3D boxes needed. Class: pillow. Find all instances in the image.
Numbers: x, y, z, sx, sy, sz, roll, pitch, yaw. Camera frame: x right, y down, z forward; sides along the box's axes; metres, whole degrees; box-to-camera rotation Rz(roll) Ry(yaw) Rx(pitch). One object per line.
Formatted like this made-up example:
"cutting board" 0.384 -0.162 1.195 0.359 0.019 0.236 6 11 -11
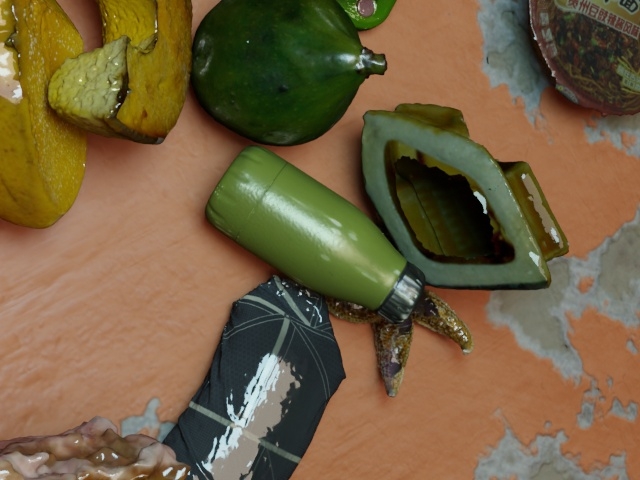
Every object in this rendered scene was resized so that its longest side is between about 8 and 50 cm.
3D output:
"pillow" -0.083 0.201 1.246 0.161 0.092 0.335 34 74 -14

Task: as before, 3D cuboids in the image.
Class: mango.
"mango" -0.341 -0.178 1.104 0.201 0.199 0.350 -27 105 -40

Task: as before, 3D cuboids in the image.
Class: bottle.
"bottle" 0.000 0.000 1.246 0.260 0.112 0.112 33 74 0

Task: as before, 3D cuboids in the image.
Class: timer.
"timer" 0.036 -0.335 1.351 0.140 0.047 0.128 32 77 -19

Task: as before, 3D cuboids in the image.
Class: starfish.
"starfish" 0.085 0.077 1.343 0.238 0.071 0.216 23 83 -9

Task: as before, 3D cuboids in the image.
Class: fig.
"fig" -0.030 -0.203 1.213 0.195 0.245 0.195 -1 91 -36

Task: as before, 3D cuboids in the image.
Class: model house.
"model house" 0.189 -0.065 1.336 0.239 0.173 0.268 -23 89 -57

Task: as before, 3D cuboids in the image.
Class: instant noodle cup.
"instant noodle cup" 0.371 -0.296 1.469 0.274 0.091 0.274 1 87 -23

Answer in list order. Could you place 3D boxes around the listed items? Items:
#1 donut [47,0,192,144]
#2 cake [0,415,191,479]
"donut" -0.195 -0.196 1.140 0.101 0.152 0.259 -2 62 15
"cake" -0.288 0.326 1.038 0.314 0.307 0.293 -6 85 -22
